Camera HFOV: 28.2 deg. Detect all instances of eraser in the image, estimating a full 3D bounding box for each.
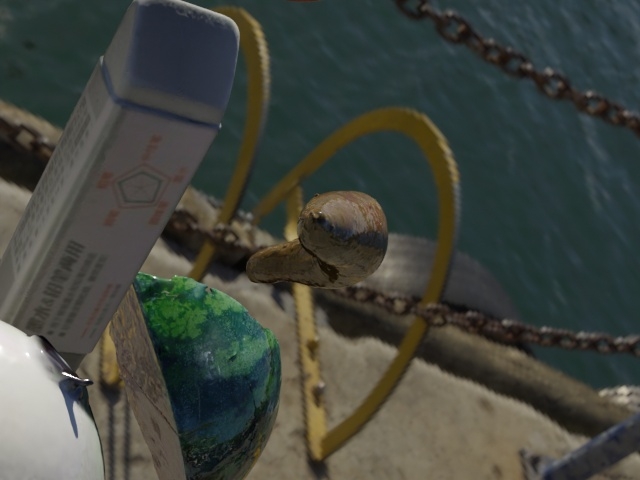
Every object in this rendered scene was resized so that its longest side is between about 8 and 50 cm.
[{"bbox_3d":[-0.164,-0.019,0.938,0.089,0.352,0.061,12,37,-33],"label":"eraser"}]

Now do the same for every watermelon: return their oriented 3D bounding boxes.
[{"bbox_3d":[-0.141,0.192,1.744,0.222,0.292,0.319,-18,74,-26],"label":"watermelon"}]

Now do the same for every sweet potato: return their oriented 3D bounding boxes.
[{"bbox_3d":[0.006,0.001,1.199,0.108,0.346,0.079,5,79,-12],"label":"sweet potato"}]

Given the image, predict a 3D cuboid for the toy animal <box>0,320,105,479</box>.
[{"bbox_3d":[-0.289,0.154,0.787,0.310,0.251,0.250,0,52,-12],"label":"toy animal"}]
